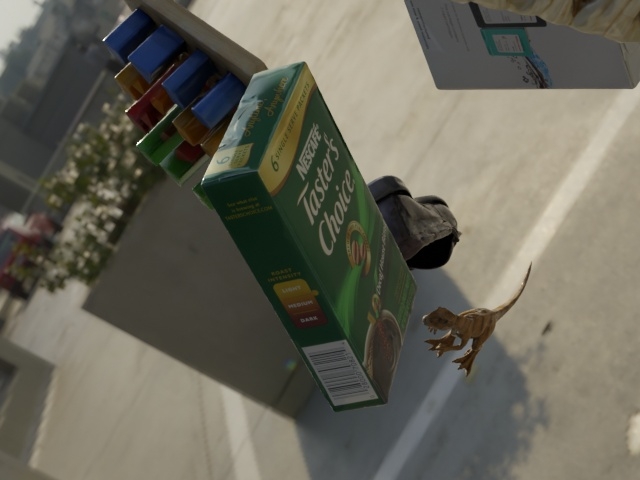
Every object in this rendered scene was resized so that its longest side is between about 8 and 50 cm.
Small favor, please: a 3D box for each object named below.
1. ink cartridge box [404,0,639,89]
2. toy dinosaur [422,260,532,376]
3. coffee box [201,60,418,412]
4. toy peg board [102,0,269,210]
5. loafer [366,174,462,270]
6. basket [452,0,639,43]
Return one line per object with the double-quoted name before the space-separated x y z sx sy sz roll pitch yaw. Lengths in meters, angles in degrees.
"ink cartridge box" 0.265 -0.310 1.414 0.270 0.197 0.198 6 43 40
"toy dinosaur" 0.191 0.100 1.428 0.211 0.064 0.112 -14 -34 -52
"coffee box" 0.000 0.000 0.710 0.040 0.184 0.113 -12 34 25
"toy peg board" -0.091 -0.092 0.881 0.079 0.161 0.161 -47 -33 -10
"loafer" 0.107 0.004 1.391 0.109 0.095 0.302 -39 -18 11
"basket" 0.163 -0.261 0.357 0.328 0.266 0.331 131 150 -63
